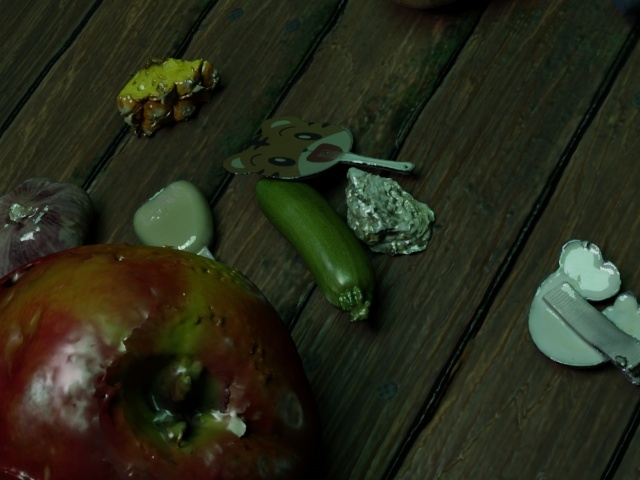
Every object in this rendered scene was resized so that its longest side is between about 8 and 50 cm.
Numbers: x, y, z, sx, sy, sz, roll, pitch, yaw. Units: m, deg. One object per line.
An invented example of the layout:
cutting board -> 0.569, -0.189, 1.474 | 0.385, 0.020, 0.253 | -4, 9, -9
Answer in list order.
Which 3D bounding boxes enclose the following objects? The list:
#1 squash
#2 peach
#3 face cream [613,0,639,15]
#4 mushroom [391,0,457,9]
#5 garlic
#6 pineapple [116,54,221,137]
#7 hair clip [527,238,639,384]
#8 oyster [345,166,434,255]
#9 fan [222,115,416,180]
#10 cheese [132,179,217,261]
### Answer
squash -> 0.000, 0.000, 1.486 | 0.069, 0.069, 0.258 | -37, 47, -2
peach -> -0.195, 0.161, 1.350 | 0.339, 0.353, 0.416 | -47, 8, -19
face cream -> 0.501, -0.359, 1.488 | 0.385, 0.086, 0.136 | -24, 52, 3
mushroom -> 0.161, -0.401, 1.647 | 0.278, 0.146, 0.278 | -21, 49, 26
garlic -> -0.354, -0.012, 1.651 | 0.147, 0.102, 0.159 | 24, 70, 39
pineapple -> -0.197, -0.196, 1.740 | 0.137, 0.069, 0.116 | -23, 44, -1
hair clip -> 0.265, 0.077, 1.312 | 0.116, 0.049, 0.172 | -36, 46, -7
oyster -> 0.076, -0.033, 1.479 | 0.100, 0.037, 0.098 | 2, 71, 7
fan -> 0.007, -0.101, 1.562 | 0.226, 0.008, 0.152 | 11, 35, 25
cheese -> -0.153, 0.007, 1.579 | 0.097, 0.037, 0.192 | -37, 48, -1
